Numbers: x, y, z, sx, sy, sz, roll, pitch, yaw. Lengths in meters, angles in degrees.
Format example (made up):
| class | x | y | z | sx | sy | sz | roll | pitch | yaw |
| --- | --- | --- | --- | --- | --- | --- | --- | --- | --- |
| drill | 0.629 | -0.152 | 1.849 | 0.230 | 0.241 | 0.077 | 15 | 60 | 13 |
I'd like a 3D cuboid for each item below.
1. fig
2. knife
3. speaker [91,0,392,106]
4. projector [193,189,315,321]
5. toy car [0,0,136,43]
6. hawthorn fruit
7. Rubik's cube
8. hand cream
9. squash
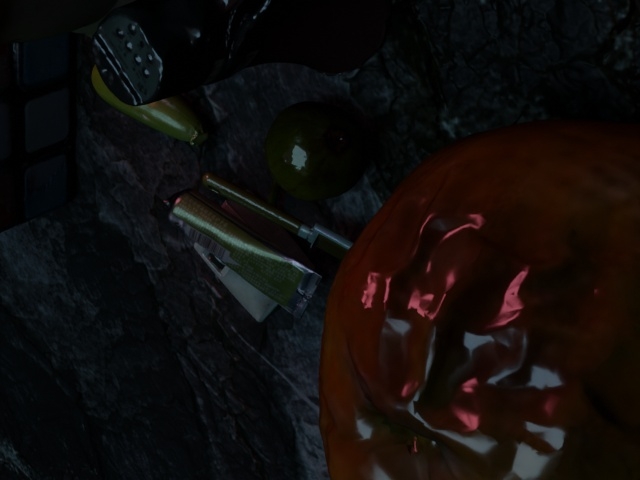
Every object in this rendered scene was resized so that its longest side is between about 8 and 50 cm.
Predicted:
| class | x | y | z | sx | sy | sz | roll | pitch | yaw |
| --- | --- | --- | --- | --- | --- | --- | --- | --- | --- |
| fig | -0.024 | -0.090 | 1.273 | 0.124 | 0.124 | 0.236 | 54 | 155 | 3 |
| knife | 0.000 | 0.000 | 1.277 | 0.343 | 0.027 | 0.061 | 29 | 162 | 4 |
| speaker | -0.049 | -0.237 | 1.062 | 0.259 | 0.329 | 0.198 | -3 | 110 | 33 |
| projector | -0.089 | 0.021 | 1.396 | 0.147 | 0.061 | 0.115 | 49 | 132 | 8 |
| toy car | -0.235 | -0.310 | 0.946 | 0.226 | 0.242 | 0.336 | 40 | 130 | 22 |
| hawthorn fruit | 0.215 | 0.109 | 0.942 | 0.472 | 0.472 | 0.472 | 19 | 123 | 31 |
| Rubik's cube | -0.600 | -0.202 | 1.493 | 0.362 | 0.359 | 0.363 | 27 | 127 | 27 |
| hand cream | -0.105 | 0.009 | 1.334 | 0.235 | 0.055 | 0.086 | 34 | 133 | 10 |
| squash | -0.236 | -0.190 | 1.406 | 0.201 | 0.066 | 0.066 | 34 | 130 | 17 |
